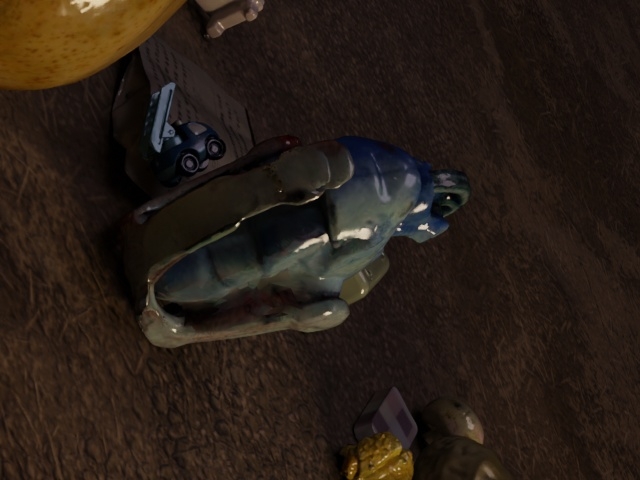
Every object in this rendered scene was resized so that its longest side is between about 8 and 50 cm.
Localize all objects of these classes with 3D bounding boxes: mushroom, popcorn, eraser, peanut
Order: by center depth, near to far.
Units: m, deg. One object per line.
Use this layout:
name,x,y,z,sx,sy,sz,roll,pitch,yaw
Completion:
popcorn,0.055,0.247,1.906,0.084,0.084,0.084,44,32,-38
peanut,0.144,0.335,1.915,0.149,0.149,0.313,55,26,-22
eraser,0.073,0.210,2.022,0.065,0.026,0.105,64,25,-10
mushroom,0.151,0.222,2.120,0.083,0.067,0.083,55,-11,16

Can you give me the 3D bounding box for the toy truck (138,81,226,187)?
toy truck,-0.140,-0.103,1.743,0.073,0.056,0.090,-32,94,-35

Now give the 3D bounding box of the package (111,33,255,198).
package,-0.127,-0.106,1.868,0.204,0.062,0.251,44,31,-39

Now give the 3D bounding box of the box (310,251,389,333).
box,0.000,0.000,1.984,0.172,0.093,0.124,62,25,-9

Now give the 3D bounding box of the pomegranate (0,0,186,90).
pomegranate,-0.253,-0.294,1.431,0.416,0.416,0.417,44,32,-38

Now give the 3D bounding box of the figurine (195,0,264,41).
figurine,-0.110,-0.367,2.065,0.182,0.144,0.257,28,43,-23

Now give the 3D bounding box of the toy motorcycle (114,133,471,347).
toy motorcycle,-0.028,0.003,1.663,0.182,0.319,0.241,65,17,-8
